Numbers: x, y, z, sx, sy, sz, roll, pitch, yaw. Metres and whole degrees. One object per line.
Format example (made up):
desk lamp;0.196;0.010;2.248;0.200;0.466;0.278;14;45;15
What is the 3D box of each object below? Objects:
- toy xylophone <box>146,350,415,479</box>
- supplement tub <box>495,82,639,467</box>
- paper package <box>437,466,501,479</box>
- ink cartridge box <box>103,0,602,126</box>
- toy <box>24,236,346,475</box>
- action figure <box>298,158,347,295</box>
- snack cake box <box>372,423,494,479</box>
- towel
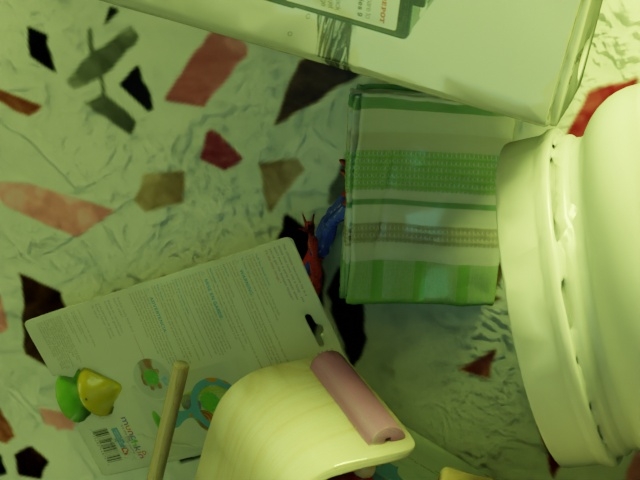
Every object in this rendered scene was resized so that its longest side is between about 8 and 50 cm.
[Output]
toy xylophone;-0.049;0.213;0.912;0.081;0.236;0.323;5;121;-29
supplement tub;0.281;0.009;0.773;0.324;0.235;0.235;-11;103;19
paper package;0.196;0.312;0.750;0.324;0.309;0.168;12;127;-5
ink cartridge box;0.025;-0.176;0.807;0.289;0.211;0.122;17;109;9
toy;-0.087;0.082;0.998;0.237;0.056;0.137;-18;104;25
action figure;0.000;0.000;0.959;0.030;0.038;0.115;16;110;-13
snack cake box;0.040;0.277;0.989;0.152;0.089;0.264;29;112;17
towel;0.071;-0.028;0.920;0.113;0.023;0.152;2;108;-4
